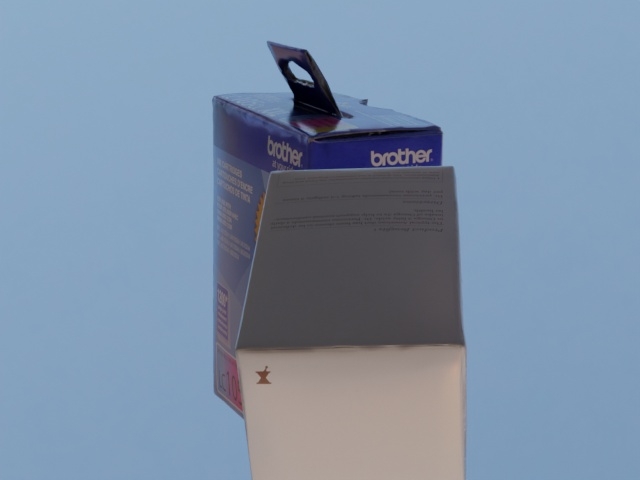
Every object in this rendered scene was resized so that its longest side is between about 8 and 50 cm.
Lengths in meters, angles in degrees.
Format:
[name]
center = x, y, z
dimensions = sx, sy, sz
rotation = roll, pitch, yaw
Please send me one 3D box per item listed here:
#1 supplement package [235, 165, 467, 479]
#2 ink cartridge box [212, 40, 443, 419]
[supplement package]
center = 0.021, 0.048, 0.807
dimensions = 0.105, 0.105, 0.179
rotation = -1, -151, 5
[ink cartridge box]
center = 0.000, 0.000, 1.610
dimensions = 0.151, 0.395, 0.270
rotation = -4, -166, -24
